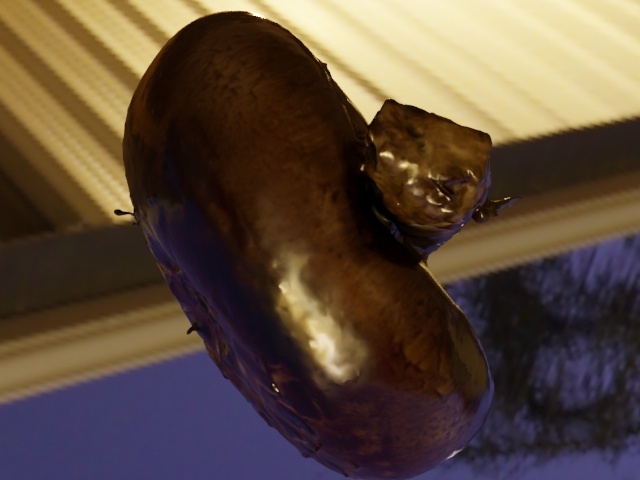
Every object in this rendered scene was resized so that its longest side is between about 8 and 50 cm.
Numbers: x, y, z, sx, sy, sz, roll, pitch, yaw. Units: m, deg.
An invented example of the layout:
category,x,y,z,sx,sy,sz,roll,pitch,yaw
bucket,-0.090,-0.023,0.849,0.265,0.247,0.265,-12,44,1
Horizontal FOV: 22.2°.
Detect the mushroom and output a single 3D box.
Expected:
category,x,y,z,sx,sy,sz,roll,pitch,yaw
mushroom,-0.008,0.006,0.958,0.163,0.278,0.297,-34,-89,-26
